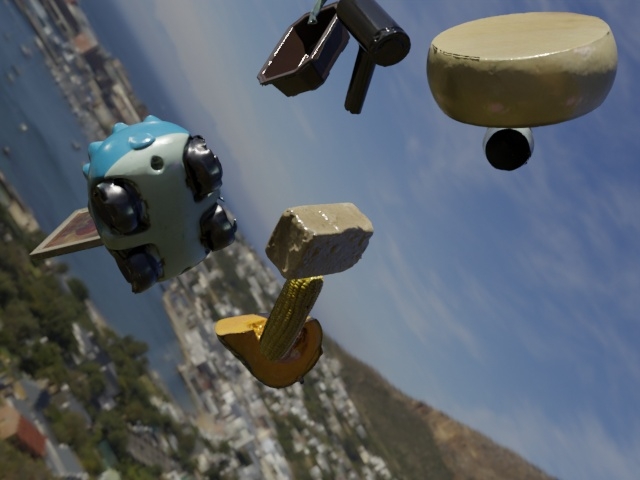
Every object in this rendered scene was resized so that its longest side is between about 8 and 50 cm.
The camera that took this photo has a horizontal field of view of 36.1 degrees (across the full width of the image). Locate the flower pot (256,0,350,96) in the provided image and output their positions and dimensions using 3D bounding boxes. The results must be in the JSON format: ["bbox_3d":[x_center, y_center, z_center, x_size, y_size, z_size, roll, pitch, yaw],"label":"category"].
[{"bbox_3d":[-0.024,-0.419,2.212,0.179,0.250,0.084,-8,-46,43],"label":"flower pot"}]

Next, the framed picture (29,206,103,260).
[{"bbox_3d":[-0.330,-0.040,1.690,0.211,0.290,0.020,-69,145,-65],"label":"framed picture"}]

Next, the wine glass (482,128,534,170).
[{"bbox_3d":[0.357,-0.184,1.876,0.103,0.103,0.222,60,16,-4],"label":"wine glass"}]

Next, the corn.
[{"bbox_3d":[-0.058,0.138,1.853,0.072,0.203,0.072,23,18,-8],"label":"corn"}]

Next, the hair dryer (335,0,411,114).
[{"bbox_3d":[0.088,-0.378,2.072,0.197,0.089,0.251,58,-36,41],"label":"hair dryer"}]

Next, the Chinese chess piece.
[{"bbox_3d":[0.268,-0.233,1.317,0.251,0.251,0.097,-126,-155,-61],"label":"Chinese chess piece"}]

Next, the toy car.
[{"bbox_3d":[-0.246,-0.064,1.422,0.190,0.189,0.255,43,-24,39],"label":"toy car"}]

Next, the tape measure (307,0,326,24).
[{"bbox_3d":[0.062,-0.429,1.439,0.084,0.330,0.164,43,-42,4],"label":"tape measure"}]

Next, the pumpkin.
[{"bbox_3d":[-0.136,0.253,2.223,0.111,0.279,0.163,21,-69,51],"label":"pumpkin"}]

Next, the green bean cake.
[{"bbox_3d":[0.000,0.000,1.710,0.179,0.109,0.085,-4,43,-47],"label":"green bean cake"}]
